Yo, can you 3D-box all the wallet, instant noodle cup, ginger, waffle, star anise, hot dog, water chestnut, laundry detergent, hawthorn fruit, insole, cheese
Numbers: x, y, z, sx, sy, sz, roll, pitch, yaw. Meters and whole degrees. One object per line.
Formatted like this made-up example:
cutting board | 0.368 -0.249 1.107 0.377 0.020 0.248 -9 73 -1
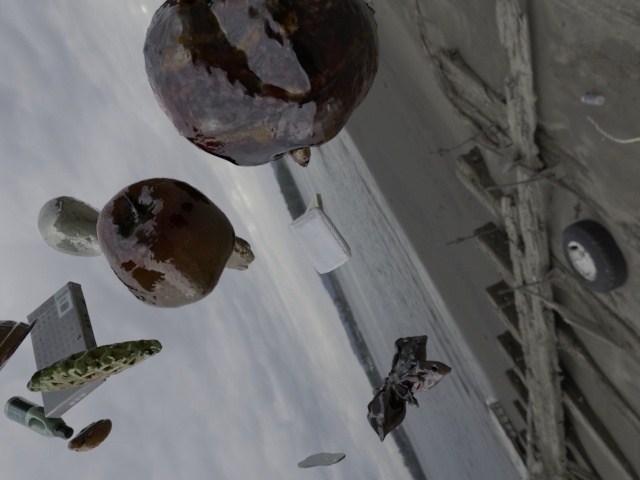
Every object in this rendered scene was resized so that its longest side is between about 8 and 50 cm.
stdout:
wallet | 0.000 0.000 1.444 0.183 0.124 0.032 54 -159 -10
instant noodle cup | -0.607 0.228 0.849 0.090 0.274 0.274 36 -169 -19
ginger | -0.257 0.026 1.481 0.213 0.137 0.074 117 168 -60
waffle | -0.418 0.233 0.931 0.214 0.208 0.054 -6 -110 -46
star anise | 0.202 0.351 1.249 0.110 0.257 0.198 41 178 -14
hot dog | -0.661 0.559 1.434 0.140 0.089 0.060 -39 -71 -54
water chestnut | -0.070 -0.235 0.749 0.335 0.335 0.347 -114 4 -51
laundry detergent | -0.835 0.539 1.500 0.070 0.225 0.099 -54 -28 -45
hawthorn fruit | -0.340 -0.012 1.075 0.301 0.267 0.268 60 -176 -46
insole | 0.001 0.648 1.475 0.011 0.081 0.248 64 147 9
cheese | -0.698 -0.037 1.423 0.189 0.154 0.198 42 -172 35

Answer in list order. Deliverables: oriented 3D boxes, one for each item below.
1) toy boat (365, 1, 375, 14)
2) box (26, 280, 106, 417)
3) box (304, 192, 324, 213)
toy boat | 0.083 -0.562 1.328 0.055 0.141 0.060 37 -174 11
box | -0.697 0.288 1.364 0.325 0.180 0.047 58 -170 32
box | -0.032 -0.090 1.878 0.167 0.024 0.090 124 144 -48
